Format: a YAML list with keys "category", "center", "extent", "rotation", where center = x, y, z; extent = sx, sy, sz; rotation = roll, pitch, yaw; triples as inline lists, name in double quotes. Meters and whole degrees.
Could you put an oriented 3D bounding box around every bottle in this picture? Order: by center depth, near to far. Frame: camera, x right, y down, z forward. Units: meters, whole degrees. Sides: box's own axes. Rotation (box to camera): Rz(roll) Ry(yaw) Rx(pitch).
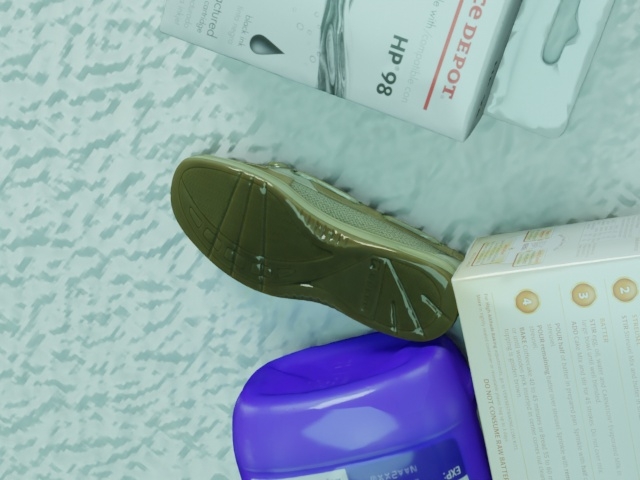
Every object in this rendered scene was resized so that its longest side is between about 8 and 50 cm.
- category: "bottle"
  center: [0.047, 0.186, 0.648]
  extent: [0.118, 0.092, 0.283]
  rotation: [-14, 103, 13]

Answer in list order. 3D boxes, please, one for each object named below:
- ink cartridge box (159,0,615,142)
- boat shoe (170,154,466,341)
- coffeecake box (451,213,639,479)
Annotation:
- category: "ink cartridge box"
  center: [0.033, -0.112, 0.578]
  extent: [0.180, 0.060, 0.104]
  rotation: [21, 110, 9]
- category: "boat shoe"
  center: [0.001, -0.001, 0.634]
  extent: [0.153, 0.048, 0.056]
  rotation: [21, 115, 17]
- category: "coffeecake box"
  center: [0.164, 0.061, 0.576]
  extent: [0.185, 0.068, 0.142]
  rotation: [-8, 104, 19]
